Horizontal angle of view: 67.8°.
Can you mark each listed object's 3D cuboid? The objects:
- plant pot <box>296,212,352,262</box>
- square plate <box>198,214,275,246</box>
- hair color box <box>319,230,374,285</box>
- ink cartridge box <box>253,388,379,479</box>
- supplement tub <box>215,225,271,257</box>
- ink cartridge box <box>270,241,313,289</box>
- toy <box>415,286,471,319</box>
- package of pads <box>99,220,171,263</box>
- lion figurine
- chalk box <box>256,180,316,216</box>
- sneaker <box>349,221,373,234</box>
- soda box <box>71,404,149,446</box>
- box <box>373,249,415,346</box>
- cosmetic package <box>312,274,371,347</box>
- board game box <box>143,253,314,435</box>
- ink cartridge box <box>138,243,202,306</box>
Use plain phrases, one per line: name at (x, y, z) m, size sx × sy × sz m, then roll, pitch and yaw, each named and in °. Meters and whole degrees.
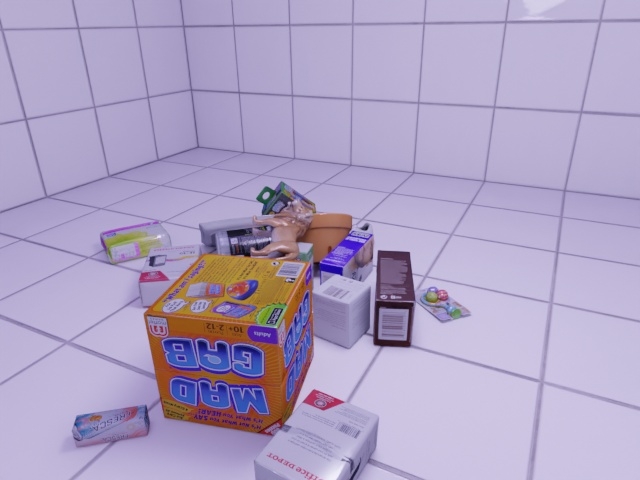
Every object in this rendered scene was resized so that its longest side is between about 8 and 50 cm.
plant pot at (0.000, 0.000, 2.102) m, size 0.291 × 0.203 × 0.291 m, roll -3°, pitch -5°, yaw 0°
square plate at (-0.394, -0.036, 2.271) m, size 0.348 × 0.049 × 0.344 m, roll -7°, pitch -13°, yaw -13°
hair color box at (0.115, 0.108, 1.965) m, size 0.110 × 0.185 × 0.339 m, roll 10°, pitch 27°, yaw 22°
ink cartridge box at (-0.004, 0.516, 1.157) m, size 0.197 × 0.114 × 0.273 m, roll 14°, pitch 28°, yaw 27°
supplement tub at (-0.299, 0.037, 2.124) m, size 0.316 × 0.193 × 0.193 m, roll -8°, pitch 25°, yaw -13°
ink cartridge box at (-0.112, 0.116, 1.923) m, size 0.155 × 0.212 × 0.093 m, roll 7°, pitch 29°, yaw 14°
toy at (0.459, 0.224, 1.854) m, size 0.137 × 0.056 × 0.237 m, roll -10°, pitch 26°, yaw -21°
package of pads at (-0.899, 0.003, 2.328) m, size 0.297 × 0.101 × 0.229 m, roll -15°, pitch 28°, yaw -28°
lion figurine at (-0.143, -0.005, 1.817) m, size 0.240 × 0.142 × 0.392 m, roll 3°, pitch 42°, yaw -7°
chalk box at (-0.187, -0.170, 2.434) m, size 0.289 × 0.180 × 0.179 m, roll 35°, pitch 18°, yaw -17°
sneaker at (0.126, -0.014, 2.300) m, size 0.297 × 0.129 × 0.111 m, roll -15°, pitch 30°, yaw -26°
soda box at (-0.559, 0.496, 1.279) m, size 0.183 × 0.062 × 0.058 m, roll -6°, pitch 25°, yaw -12°
box at (0.267, 0.202, 1.752) m, size 0.143 × 0.191 × 0.381 m, roll 2°, pitch 26°, yaw 5°
cosmetic package at (0.076, 0.244, 1.667) m, size 0.151 × 0.183 × 0.151 m, roll 15°, pitch 30°, yaw 32°
board game box at (-0.234, 0.282, 1.387) m, size 0.357 × 0.356 × 0.356 m, roll 5°, pitch 25°, yaw 12°
ink cartridge box at (-0.613, 0.140, 1.985) m, size 0.226 × 0.131 × 0.306 m, roll -5°, pitch 26°, yaw -9°
